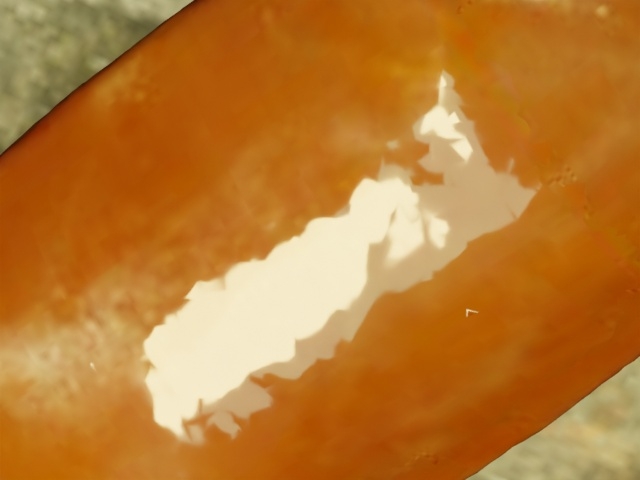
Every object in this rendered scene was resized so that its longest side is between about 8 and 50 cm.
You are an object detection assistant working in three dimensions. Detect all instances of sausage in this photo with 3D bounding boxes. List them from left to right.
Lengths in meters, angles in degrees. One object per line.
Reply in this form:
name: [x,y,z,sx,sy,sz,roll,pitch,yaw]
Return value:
sausage: [-0.001,-0.001,0.465,0.268,0.153,0.141,-35,99,8]
